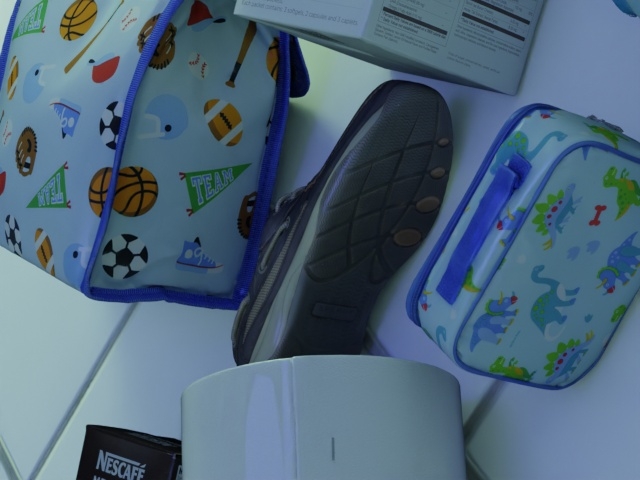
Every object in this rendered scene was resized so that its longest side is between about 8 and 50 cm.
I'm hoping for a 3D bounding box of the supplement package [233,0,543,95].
[{"bbox_3d":[0.084,-0.293,1.526,0.199,0.198,0.263,19,94,51],"label":"supplement package"}]

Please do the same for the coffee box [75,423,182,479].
[{"bbox_3d":[-0.178,0.349,1.698,0.168,0.118,0.297,7,84,51],"label":"coffee box"}]

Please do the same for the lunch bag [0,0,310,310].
[{"bbox_3d":[-0.189,-0.153,1.778,0.328,0.239,0.386,20,102,51],"label":"lunch bag"}]

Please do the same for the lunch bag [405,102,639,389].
[{"bbox_3d":[0.179,0.005,1.344,0.090,0.176,0.219,44,113,46],"label":"lunch bag"}]

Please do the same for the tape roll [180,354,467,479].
[{"bbox_3d":[0.004,0.209,1.434,0.246,0.246,0.169,-23,61,43],"label":"tape roll"}]

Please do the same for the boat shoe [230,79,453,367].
[{"bbox_3d":[0.000,0.000,1.590,0.130,0.132,0.355,41,109,47],"label":"boat shoe"}]

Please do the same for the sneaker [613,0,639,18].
[{"bbox_3d":[0.324,-0.186,1.278,0.208,0.127,0.319,-37,43,34],"label":"sneaker"}]
